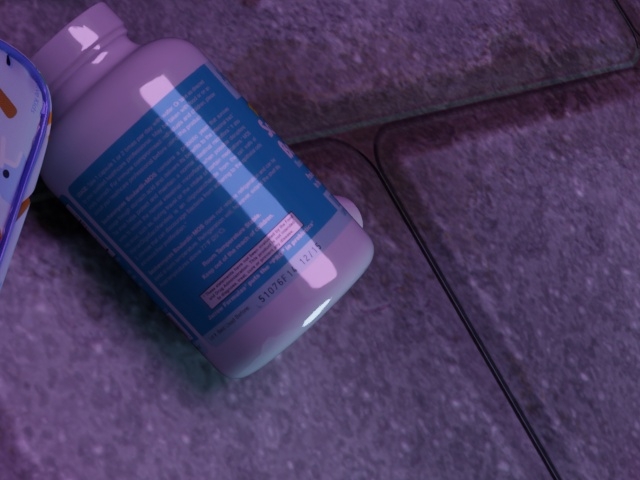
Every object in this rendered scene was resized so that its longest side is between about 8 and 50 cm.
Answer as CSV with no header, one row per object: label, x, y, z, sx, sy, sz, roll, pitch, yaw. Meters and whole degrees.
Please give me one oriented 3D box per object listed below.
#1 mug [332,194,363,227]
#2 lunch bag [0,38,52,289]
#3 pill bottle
mug,-0.002,-0.004,1.415,0.062,0.078,0.064,31,21,29
lunch bag,-0.291,-0.011,1.065,0.243,0.115,0.303,32,58,-30
pill bottle,-0.097,-0.041,1.275,0.264,0.146,0.146,48,40,-4
